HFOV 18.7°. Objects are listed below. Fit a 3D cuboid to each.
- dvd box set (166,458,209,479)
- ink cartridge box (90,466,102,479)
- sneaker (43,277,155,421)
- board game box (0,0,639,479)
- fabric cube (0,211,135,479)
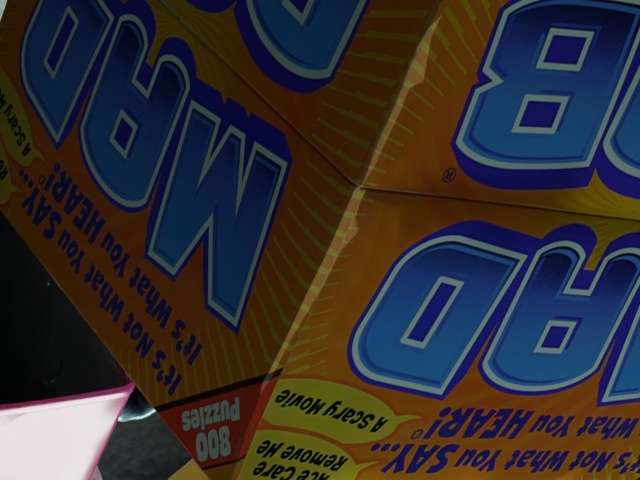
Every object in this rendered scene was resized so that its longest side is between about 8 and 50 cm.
[{"bbox_3d":[-0.059,0.239,1.674,0.420,0.062,0.307,-42,159,17],"label":"dvd box set"},{"bbox_3d":[-0.214,0.141,1.412,0.061,0.181,0.104,-16,141,-18],"label":"ink cartridge box"},{"bbox_3d":[-0.148,0.033,1.376,0.104,0.125,0.262,-24,144,-8],"label":"sneaker"},{"bbox_3d":[0.065,-0.101,1.105,0.356,0.356,0.356,6,117,-38],"label":"board game box"},{"bbox_3d":[-0.306,0.095,1.231,0.254,0.259,0.258,-3,137,-33],"label":"fabric cube"}]
